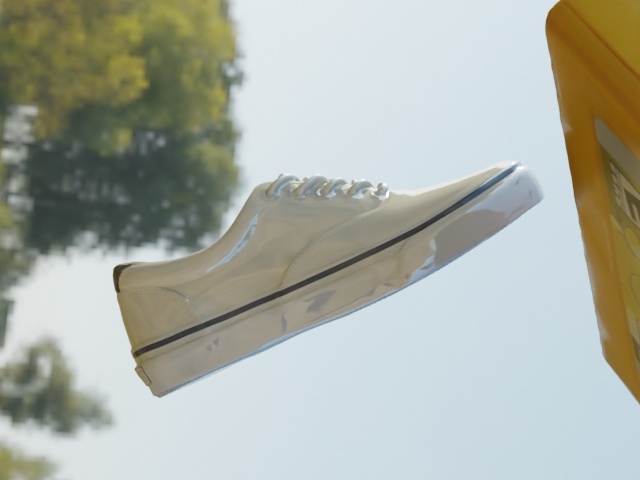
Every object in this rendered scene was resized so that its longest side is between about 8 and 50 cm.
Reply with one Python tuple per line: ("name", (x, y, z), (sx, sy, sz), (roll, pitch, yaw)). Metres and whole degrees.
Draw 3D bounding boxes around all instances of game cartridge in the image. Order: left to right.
("game cartridge", (0.213, 0.073, 0.827), (0.285, 0.053, 0.323), (71, -8, -47))

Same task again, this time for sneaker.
("sneaker", (0.000, 0.000, 1.043), (0.094, 0.258, 0.091), (83, -17, -88))
